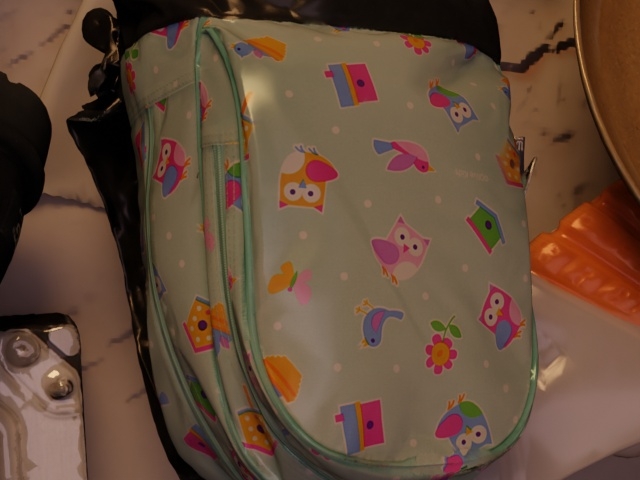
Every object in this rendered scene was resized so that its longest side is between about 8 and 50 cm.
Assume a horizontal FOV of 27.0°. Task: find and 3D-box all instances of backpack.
[{"bbox_3d":[0.000,0.000,0.438,0.152,0.115,0.182,1,78,-21],"label":"backpack"}]

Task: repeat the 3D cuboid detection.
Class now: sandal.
[{"bbox_3d":[0.099,0.044,0.533,0.265,0.076,0.102,-24,77,-7],"label":"sandal"}]

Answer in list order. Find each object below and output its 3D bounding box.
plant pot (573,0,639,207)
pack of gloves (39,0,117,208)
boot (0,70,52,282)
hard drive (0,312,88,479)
[{"bbox_3d":[0.203,-0.067,0.515,0.236,0.032,0.236,4,72,-11],"label":"plant pot"},{"bbox_3d":[-0.093,-0.120,0.453,0.195,0.046,0.232,16,110,-14],"label":"pack of gloves"},{"bbox_3d":[-0.213,0.020,0.390,0.246,0.094,0.207,14,53,-10],"label":"boot"},{"bbox_3d":[-0.247,0.153,0.460,0.338,0.064,0.237,-3,92,-14],"label":"hard drive"}]
